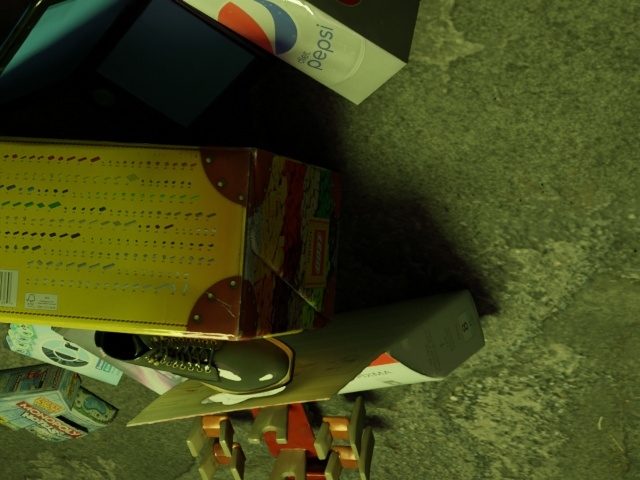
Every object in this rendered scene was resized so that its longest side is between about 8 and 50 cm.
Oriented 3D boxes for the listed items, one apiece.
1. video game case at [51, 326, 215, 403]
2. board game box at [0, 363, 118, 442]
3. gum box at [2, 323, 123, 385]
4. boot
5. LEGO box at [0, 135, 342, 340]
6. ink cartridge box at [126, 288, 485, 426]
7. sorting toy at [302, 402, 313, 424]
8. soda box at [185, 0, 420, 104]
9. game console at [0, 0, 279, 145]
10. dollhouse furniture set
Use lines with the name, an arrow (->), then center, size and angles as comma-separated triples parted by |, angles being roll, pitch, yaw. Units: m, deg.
video game case -> -0.217, 0.138, 2.000 | 0.274, 0.026, 0.196 | 35, 124, -29
board game box -> -0.436, 0.265, 2.265 | 0.194, 0.060, 0.194 | -22, 132, 41
gum box -> -0.368, 0.139, 2.080 | 0.184, 0.041, 0.157 | 19, 144, -10
boot -> -0.141, 0.131, 1.557 | 0.198, 0.076, 0.137 | 2, 174, 23
LEGO box -> -0.262, -0.008, 1.561 | 0.500, 0.193, 0.372 | 4, 180, 13
ink cartridge box -> -0.008, 0.177, 1.750 | 0.308, 0.385, 0.091 | -12, 100, 32
sorting toy -> -0.042, 0.273, 2.184 | 0.062, 0.012, 0.083 | 14, 146, 0
soda box -> -0.044, -0.254, 1.372 | 0.286, 0.098, 0.091 | 29, 143, -22
game console -> -0.210, -0.170, 1.475 | 0.250, 0.173, 0.293 | 32, 142, -16
dollhouse furniture set -> -0.042, 0.323, 2.167 | 0.262, 0.135, 0.259 | -1, 136, 16
